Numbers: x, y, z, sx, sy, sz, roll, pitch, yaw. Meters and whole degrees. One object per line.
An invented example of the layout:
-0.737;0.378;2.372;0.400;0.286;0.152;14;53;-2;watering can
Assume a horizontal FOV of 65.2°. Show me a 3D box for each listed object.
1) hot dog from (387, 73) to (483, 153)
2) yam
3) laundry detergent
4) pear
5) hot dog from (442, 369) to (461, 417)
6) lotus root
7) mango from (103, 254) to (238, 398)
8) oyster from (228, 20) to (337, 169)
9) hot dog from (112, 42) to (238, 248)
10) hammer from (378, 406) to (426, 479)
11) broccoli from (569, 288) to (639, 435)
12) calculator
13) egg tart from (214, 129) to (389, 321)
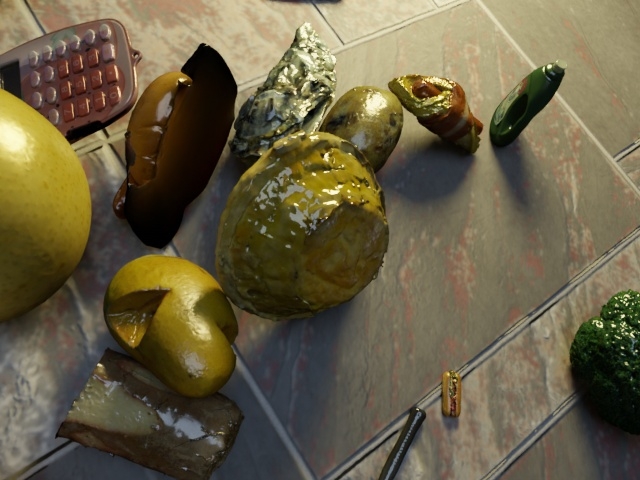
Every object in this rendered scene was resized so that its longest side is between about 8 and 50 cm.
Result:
0.254;-0.269;1.012;0.262;0.093;0.123;19;50;-34;hot dog
-0.234;0.255;0.715;0.239;0.128;0.129;24;109;-4;yam
0.435;-0.290;1.046;0.063;0.211;0.137;27;66;-4;laundry detergent
-0.489;-0.053;0.658;0.349;0.348;0.347;5;68;-12;pear
0.233;0.269;0.880;0.037;0.021;0.083;8;69;-12;hot dog
0.060;-0.178;0.943;0.154;0.154;0.277;27;66;-3;lotus root
-0.211;0.119;0.728;0.167;0.129;0.262;-11;39;-46;mango
-0.061;-0.267;0.935;0.163;0.158;0.350;14;66;11;oyster
-0.270;-0.168;0.846;0.107;0.194;0.325;19;71;30;hot dog
0.103;0.376;0.804;0.103;0.029;0.246;34;64;0;hammer
0.621;0.215;0.883;0.298;0.297;0.297;-20;74;-42;broccoli
-0.443;-0.249;0.838;0.330;0.048;0.219;-17;71;9;calculator
0.000;0.001;0.773;0.341;0.341;0.132;-36;43;-23;egg tart
